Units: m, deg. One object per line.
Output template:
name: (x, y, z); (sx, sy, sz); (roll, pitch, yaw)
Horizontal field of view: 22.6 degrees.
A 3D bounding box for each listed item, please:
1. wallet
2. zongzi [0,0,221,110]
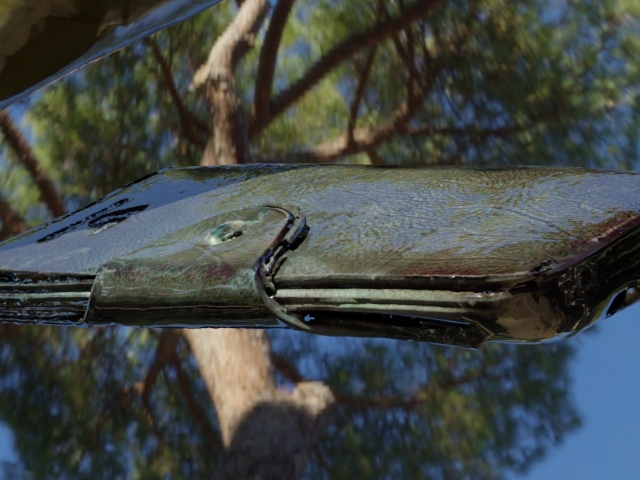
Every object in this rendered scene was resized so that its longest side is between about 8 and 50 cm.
wallet: (0.000, 0.000, 0.661); (0.318, 0.172, 0.045); (2, -73, 42)
zongzi: (-0.011, -0.181, 0.775); (0.323, 0.360, 0.160); (3, -36, 15)
